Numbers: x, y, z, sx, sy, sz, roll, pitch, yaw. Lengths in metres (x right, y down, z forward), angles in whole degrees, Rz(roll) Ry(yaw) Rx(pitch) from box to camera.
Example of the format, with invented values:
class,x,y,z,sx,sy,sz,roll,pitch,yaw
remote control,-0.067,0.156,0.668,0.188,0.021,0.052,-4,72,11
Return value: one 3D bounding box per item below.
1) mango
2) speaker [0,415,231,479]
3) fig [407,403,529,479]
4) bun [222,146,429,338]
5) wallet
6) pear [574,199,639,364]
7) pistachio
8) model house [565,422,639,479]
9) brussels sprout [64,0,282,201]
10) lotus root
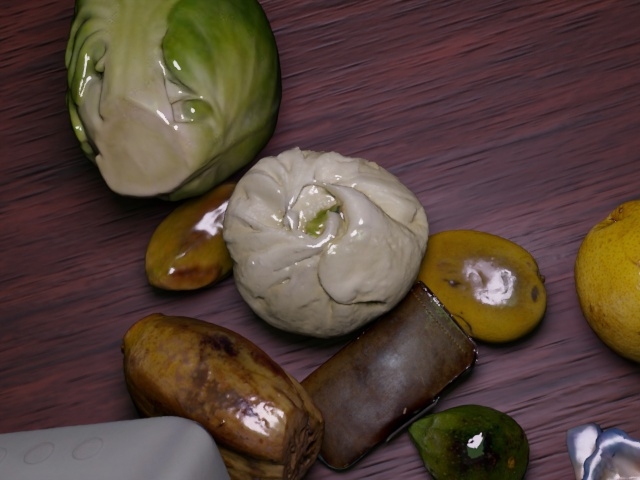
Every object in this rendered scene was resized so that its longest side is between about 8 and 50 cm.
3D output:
class,x,y,z,sx,sy,sz,roll,pitch,yaw
mango,0.202,0.056,1.691,0.195,0.098,0.137,19,84,13
speaker,-0.319,0.346,1.547,0.406,0.184,0.183,-9,115,20
fig,0.180,0.265,1.653,0.156,0.123,0.123,10,75,47
bun,0.000,0.000,1.621,0.259,0.160,0.259,0,84,3
wallet,0.077,0.183,1.676,0.255,0.031,0.137,-40,82,12
pear,0.420,0.047,1.622,0.209,0.209,0.208,-1,78,4
pistachio,-0.157,-0.004,1.732,0.189,0.100,0.110,-46,58,-9
model house,0.313,0.444,1.489,0.445,0.395,0.400,-21,65,12
brussels sprout,-0.192,-0.202,1.668,0.281,0.289,0.354,9,39,2
lotus root,-0.124,0.196,1.637,0.291,0.193,0.193,31,81,23
